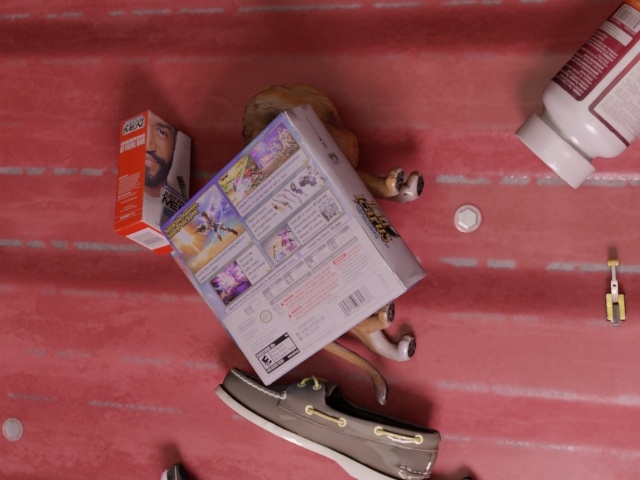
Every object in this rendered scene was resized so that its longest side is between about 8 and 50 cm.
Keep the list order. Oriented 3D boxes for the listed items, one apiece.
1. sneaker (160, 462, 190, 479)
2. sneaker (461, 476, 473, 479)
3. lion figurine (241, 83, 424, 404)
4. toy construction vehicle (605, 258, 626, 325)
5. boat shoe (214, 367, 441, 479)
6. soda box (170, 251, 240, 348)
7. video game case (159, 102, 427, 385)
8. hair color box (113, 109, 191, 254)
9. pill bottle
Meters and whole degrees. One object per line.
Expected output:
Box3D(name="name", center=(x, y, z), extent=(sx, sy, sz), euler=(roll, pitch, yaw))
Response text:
Box3D(name="sneaker", center=(-0.153, 0.381, 1.445), extent=(0.077, 0.072, 0.178), euler=(-26, 91, 5))
Box3D(name="sneaker", center=(0.137, 0.350, 1.356), extent=(0.162, 0.063, 0.073), euler=(-24, 65, 14))
Box3D(name="lion figurine", center=(0.000, 0.000, 1.348), extent=(0.240, 0.142, 0.392), euler=(8, 97, 25))
Box3D(name="toy construction vehicle", center=(0.386, 0.070, 1.274), extent=(0.086, 0.035, 0.098), euler=(-1, 90, 18))
Box3D(name="boat shoe", center=(0.008, 0.227, 1.361), extent=(0.305, 0.109, 0.091), euler=(23, 92, 19))
Box3D(name="soda box", center=(-0.129, 0.056, 1.426), extent=(0.058, 0.063, 0.183), euler=(-41, 79, 14))
Box3D(name="video game case", center=(-0.040, 0.011, 1.275), extent=(0.269, 0.061, 0.244), euler=(-38, 85, 38))
Box3D(name="hair color box", center=(-0.220, -0.076, 1.404), extent=(0.053, 0.093, 0.167), euler=(-18, 60, 28))
Box3D(name="pill bottle", center=(0.339, -0.175, 1.241), extent=(0.121, 0.121, 0.221), euler=(45, 103, 13))
